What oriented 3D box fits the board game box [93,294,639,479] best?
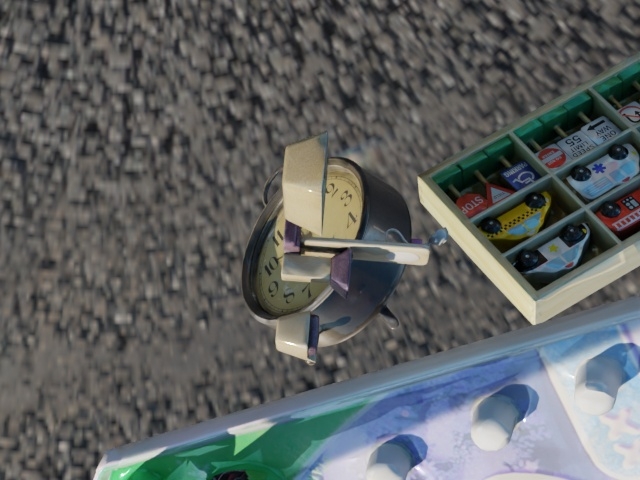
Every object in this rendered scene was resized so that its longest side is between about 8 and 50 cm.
[{"bbox_3d":[0.162,0.193,0.691,0.390,0.050,0.390,-18,115,23],"label":"board game box"}]

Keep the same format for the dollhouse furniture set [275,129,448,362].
[{"bbox_3d":[0.022,0.003,0.939,0.081,0.114,0.091,5,72,1],"label":"dollhouse furniture set"}]

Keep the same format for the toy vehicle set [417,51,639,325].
[{"bbox_3d":[0.236,-0.054,1.638,0.267,0.166,0.035,-29,144,-17],"label":"toy vehicle set"}]

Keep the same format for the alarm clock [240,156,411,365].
[{"bbox_3d":[0.000,0.000,1.397,0.064,0.192,0.129,29,107,-36],"label":"alarm clock"}]
